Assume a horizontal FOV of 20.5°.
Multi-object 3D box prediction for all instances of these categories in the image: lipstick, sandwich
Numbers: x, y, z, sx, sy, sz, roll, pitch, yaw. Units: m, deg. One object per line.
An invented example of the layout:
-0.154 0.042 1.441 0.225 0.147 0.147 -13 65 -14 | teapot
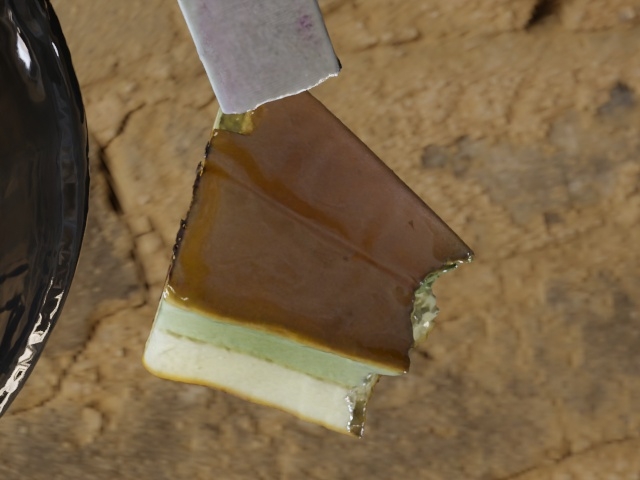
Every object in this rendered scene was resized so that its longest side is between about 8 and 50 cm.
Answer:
-0.071 -0.212 0.800 0.066 0.068 0.317 -21 -62 -1 | lipstick
0.000 0.000 1.147 0.186 0.108 0.220 17 -127 -6 | sandwich

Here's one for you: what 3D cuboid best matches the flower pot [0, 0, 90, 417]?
-0.260 0.019 0.608 0.379 0.251 0.379 -3 -67 -8 | flower pot
